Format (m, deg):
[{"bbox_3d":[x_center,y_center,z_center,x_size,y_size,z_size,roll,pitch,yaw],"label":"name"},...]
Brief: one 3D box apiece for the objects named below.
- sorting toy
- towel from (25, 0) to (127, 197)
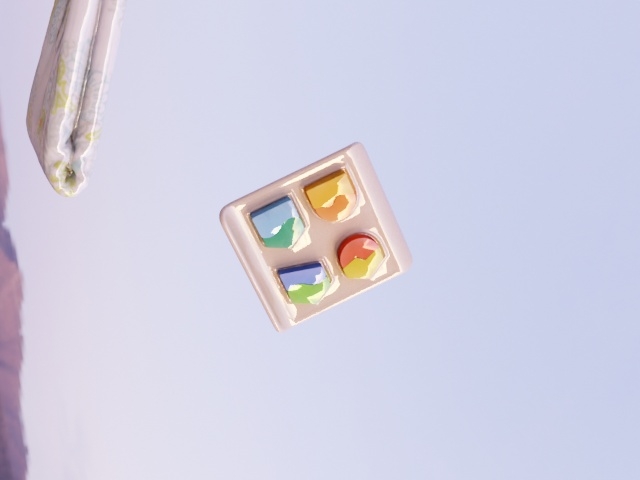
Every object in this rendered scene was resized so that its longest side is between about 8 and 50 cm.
[{"bbox_3d":[0.000,0.000,1.231,0.193,0.208,0.038,65,-6,-22],"label":"sorting toy"},{"bbox_3d":[-0.382,-0.286,1.482,0.320,0.090,0.374,-134,-124,-64],"label":"towel"}]
